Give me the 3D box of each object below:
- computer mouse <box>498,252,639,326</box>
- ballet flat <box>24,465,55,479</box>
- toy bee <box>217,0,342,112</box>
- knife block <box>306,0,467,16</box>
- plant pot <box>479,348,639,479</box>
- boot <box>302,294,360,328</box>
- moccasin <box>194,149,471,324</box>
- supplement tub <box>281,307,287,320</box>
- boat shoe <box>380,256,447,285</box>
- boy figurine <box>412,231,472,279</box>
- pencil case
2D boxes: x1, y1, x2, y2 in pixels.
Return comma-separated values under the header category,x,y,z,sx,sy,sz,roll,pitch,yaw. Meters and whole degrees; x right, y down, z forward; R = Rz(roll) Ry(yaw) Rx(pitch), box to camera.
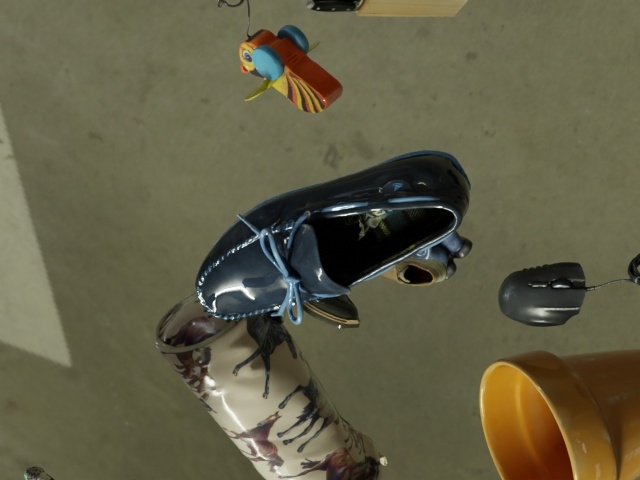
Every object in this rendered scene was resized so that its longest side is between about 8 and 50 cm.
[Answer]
category,x,y,z,sx,sy,sz,roll,pitch,yaw
computer mouse,0.300,0.048,1.046,0.242,0.071,0.041,-15,148,38
ballet flat,-0.569,0.494,1.954,0.041,0.041,0.114,18,154,18
toy bee,-0.087,-0.356,1.847,0.298,0.195,0.162,65,156,10
knife block,0.109,-0.439,1.654,0.276,0.242,0.088,35,148,-7
plant pot,0.323,0.216,1.132,0.205,0.188,0.205,166,90,-72
boot,0.008,0.029,1.410,0.198,0.077,0.137,40,115,41
moccasin,0.000,0.000,1.051,0.342,0.116,0.137,-30,114,18
supplement tub,-0.132,0.170,1.804,0.117,0.117,0.190,24,133,12
boat shoe,0.156,0.055,1.677,0.135,0.045,0.050,-2,104,38
boy figurine,0.166,-0.027,1.859,0.285,0.177,0.092,34,180,-29
pencil case,-0.061,0.238,1.410,0.410,0.184,0.160,56,173,-24
